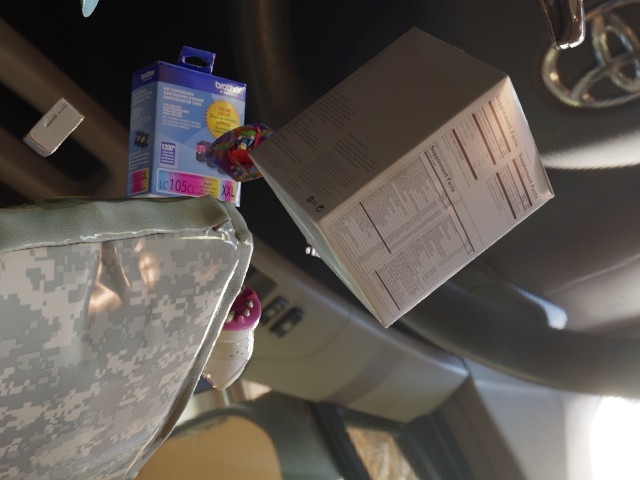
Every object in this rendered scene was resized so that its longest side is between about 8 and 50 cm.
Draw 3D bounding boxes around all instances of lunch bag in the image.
[{"bbox_3d":[-0.204,0.068,0.593,0.235,0.169,0.287,-6,142,-49],"label":"lunch bag"}]

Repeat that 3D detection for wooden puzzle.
[{"bbox_3d":[0.000,0.000,1.257,0.006,0.049,0.083,14,179,29],"label":"wooden puzzle"}]

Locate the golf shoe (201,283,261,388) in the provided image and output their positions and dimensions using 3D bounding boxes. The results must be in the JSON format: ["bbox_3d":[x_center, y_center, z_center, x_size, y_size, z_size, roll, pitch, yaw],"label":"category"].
[{"bbox_3d":[-0.222,0.093,0.995,0.306,0.115,0.140,15,127,13],"label":"golf shoe"}]

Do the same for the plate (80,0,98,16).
[{"bbox_3d":[-0.441,-0.532,1.649,0.024,0.188,0.188,20,154,-8],"label":"plate"}]

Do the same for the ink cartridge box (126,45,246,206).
[{"bbox_3d":[-0.342,-0.288,2.158,0.270,0.395,0.151,7,171,-39],"label":"ink cartridge box"}]

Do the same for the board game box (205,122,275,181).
[{"bbox_3d":[-0.138,-0.179,1.576,0.133,0.169,0.033,-35,138,-19],"label":"board game box"}]

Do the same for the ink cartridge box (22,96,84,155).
[{"bbox_3d":[-0.657,-0.274,2.063,0.127,0.072,0.175,-52,-160,-12],"label":"ink cartridge box"}]

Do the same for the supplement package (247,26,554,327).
[{"bbox_3d":[0.097,-0.080,1.014,0.263,0.199,0.198,-38,129,-5],"label":"supplement package"}]

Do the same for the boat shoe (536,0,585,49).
[{"bbox_3d":[0.266,-0.416,1.174,0.130,0.355,0.132,-22,166,19],"label":"boat shoe"}]
